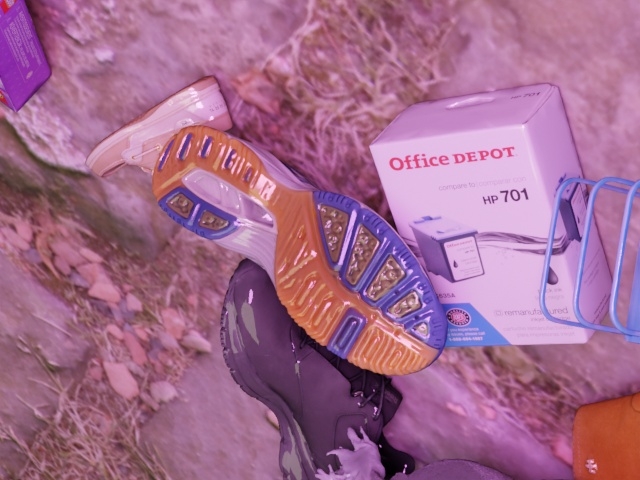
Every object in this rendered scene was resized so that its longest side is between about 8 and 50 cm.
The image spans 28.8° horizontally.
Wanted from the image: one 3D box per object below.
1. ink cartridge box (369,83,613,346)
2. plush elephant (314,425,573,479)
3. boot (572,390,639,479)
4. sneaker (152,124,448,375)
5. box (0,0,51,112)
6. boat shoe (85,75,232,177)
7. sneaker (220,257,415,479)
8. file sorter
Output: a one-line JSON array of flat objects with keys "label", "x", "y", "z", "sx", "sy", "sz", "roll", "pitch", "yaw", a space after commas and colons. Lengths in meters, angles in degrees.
[{"label": "ink cartridge box", "x": 0.139, "y": -0.015, "z": 0.997, "sx": 0.140, "sy": 0.082, "sz": 0.190, "roll": -6, "pitch": 116, "yaw": 34}, {"label": "plush elephant", "x": 0.138, "y": 0.326, "z": 1.056, "sx": 0.330, "sy": 0.272, "sz": 0.255, "roll": 36, "pitch": 160, "yaw": 54}, {"label": "boot", "x": 0.283, "y": 0.135, "z": 0.996, "sx": 0.211, "sy": 0.104, "sz": 0.295, "roll": -2, "pitch": 98, "yaw": 55}, {"label": "sneaker", "x": 0.000, "y": 0.000, "z": 1.044, "sx": 0.296, "sy": 0.131, "sz": 0.112, "roll": 40, "pitch": 102, "yaw": 22}, {"label": "box", "x": -0.382, "y": -0.252, "z": 1.112, "sx": 0.293, "sy": 0.057, "sz": 0.201, "roll": 37, "pitch": 166, "yaw": 6}, {"label": "boat shoe", "x": -0.148, "y": -0.088, "z": 1.135, "sx": 0.170, "sy": 0.063, "sz": 0.059, "roll": -27, "pitch": 97, "yaw": 38}, {"label": "sneaker", "x": 0.003, "y": 0.132, "z": 1.170, "sx": 0.130, "sy": 0.109, "sz": 0.286, "roll": -12, "pitch": 118, "yaw": 25}, {"label": "file sorter", "x": 0.246, "y": 0.015, "z": 0.864, "sx": 0.170, "sy": 0.105, "sz": 0.118, "roll": 5, "pitch": 84, "yaw": 63}]
